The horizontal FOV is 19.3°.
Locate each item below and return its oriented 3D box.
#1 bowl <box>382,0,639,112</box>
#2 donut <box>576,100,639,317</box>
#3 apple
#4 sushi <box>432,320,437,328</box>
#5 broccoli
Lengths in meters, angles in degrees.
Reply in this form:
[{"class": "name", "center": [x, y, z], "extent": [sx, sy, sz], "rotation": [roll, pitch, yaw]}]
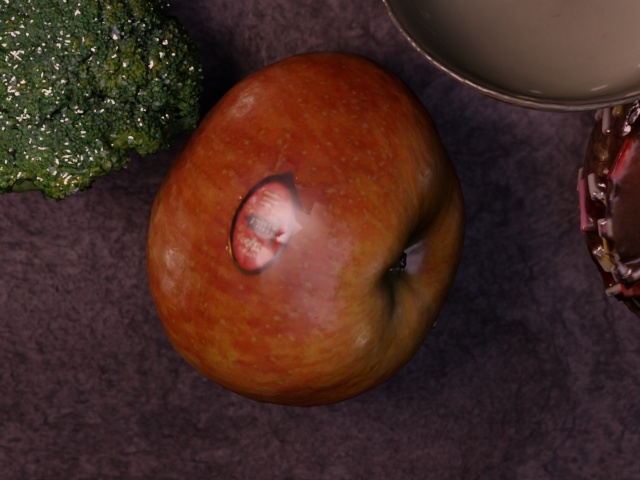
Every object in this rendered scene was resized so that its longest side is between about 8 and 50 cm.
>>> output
[{"class": "bowl", "center": [0.203, -0.231, 1.627], "extent": [0.337, 0.337, 0.157], "rotation": [-14, 158, -5]}, {"class": "donut", "center": [0.371, -0.074, 1.782], "extent": [0.259, 0.136, 0.345], "rotation": [21, 108, -18]}, {"class": "apple", "center": [0.000, 0.000, 1.647], "extent": [0.277, 0.250, 0.309], "rotation": [-1, 126, -42]}, {"class": "sushi", "center": [0.018, 0.047, 1.821], "extent": [0.201, 0.031, 0.139], "rotation": [-8, 117, -8]}, {"class": "broccoli", "center": [-0.234, -0.135, 1.591], "extent": [0.269, 0.261, 0.241], "rotation": [-29, 154, -40]}]
